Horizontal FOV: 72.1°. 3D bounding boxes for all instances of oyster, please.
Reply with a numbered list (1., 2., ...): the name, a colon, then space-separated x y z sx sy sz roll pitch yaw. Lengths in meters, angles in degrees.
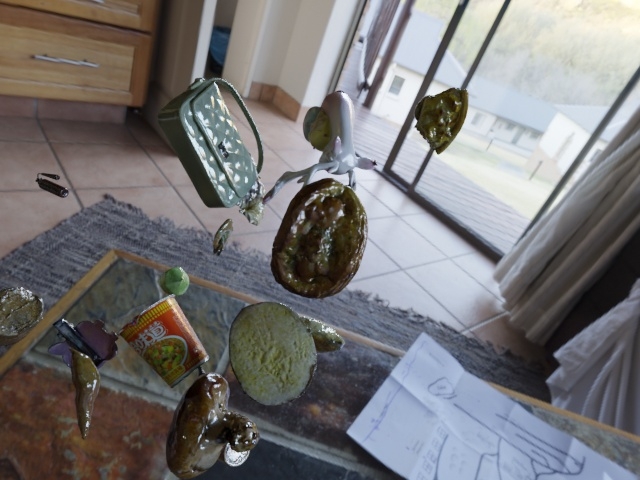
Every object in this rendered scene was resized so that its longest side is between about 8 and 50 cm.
1. oyster: -0.258 -0.205 1.606 0.101 0.270 0.275 -14 17 4

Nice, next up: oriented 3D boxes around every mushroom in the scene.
1. mushroom: -0.314 0.539 1.243 0.254 0.267 0.267 40 33 14

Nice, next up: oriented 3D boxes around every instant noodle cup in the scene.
1. instant noodle cup: -0.427 0.290 1.236 0.212 0.193 0.193 52 34 3

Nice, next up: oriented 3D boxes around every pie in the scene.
1. pie: -0.082 0.343 1.554 0.339 0.339 0.077 13 63 -16

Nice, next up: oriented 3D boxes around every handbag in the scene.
1. handbag: -0.202 -0.212 0.921 0.079 0.256 0.219 3 43 32

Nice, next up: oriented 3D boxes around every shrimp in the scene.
1. shrimp: -0.338 -0.003 1.492 0.041 0.180 0.099 30 44 -2

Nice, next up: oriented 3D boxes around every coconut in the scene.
1. coconut: -0.441 0.124 1.332 0.096 0.087 0.088 -10 4 42

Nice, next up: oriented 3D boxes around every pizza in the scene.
1. pizza: 0.260 -0.258 0.948 0.099 0.160 0.035 10 41 -6

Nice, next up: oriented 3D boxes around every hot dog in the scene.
1. hot dog: 0.000 0.000 0.975 0.196 0.272 0.122 21 12 -9

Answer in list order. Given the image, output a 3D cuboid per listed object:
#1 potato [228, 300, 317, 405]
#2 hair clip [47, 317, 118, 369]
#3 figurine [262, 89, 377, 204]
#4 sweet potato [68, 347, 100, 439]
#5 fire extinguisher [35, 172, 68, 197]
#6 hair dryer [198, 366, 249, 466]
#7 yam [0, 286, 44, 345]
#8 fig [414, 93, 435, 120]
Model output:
1. potato: -0.133 0.321 1.225 0.239 0.116 0.299 -13 58 -16
2. hair clip: -0.647 0.283 1.203 0.187 0.056 0.146 45 70 -8
3. figurine: 0.013 -0.197 1.148 0.206 0.284 0.315 34 31 -25
4. sweet potato: -0.579 0.373 1.094 0.068 0.068 0.226 -5 79 -39
5. fire extinguisher: -0.612 -0.132 0.989 0.100 0.046 0.032 22 48 18
6. hair dryer: -0.361 0.577 1.486 0.107 0.344 0.189 -20 8 -40
7. yam: -0.786 0.196 1.118 0.128 0.238 0.129 -12 84 -40
8. fig: 0.308 -0.381 1.249 0.082 0.084 0.098 5 55 -11
